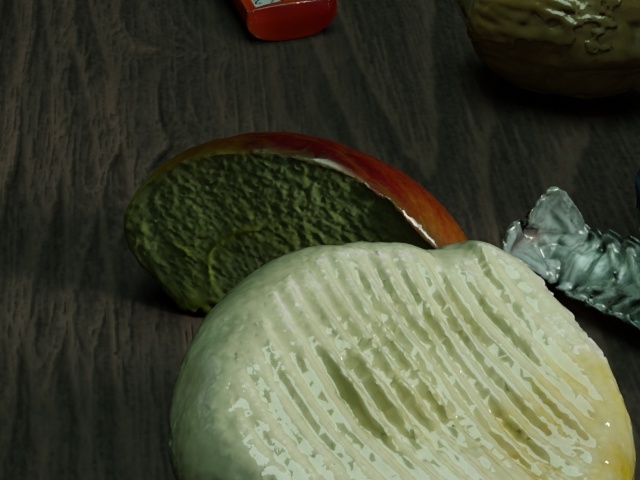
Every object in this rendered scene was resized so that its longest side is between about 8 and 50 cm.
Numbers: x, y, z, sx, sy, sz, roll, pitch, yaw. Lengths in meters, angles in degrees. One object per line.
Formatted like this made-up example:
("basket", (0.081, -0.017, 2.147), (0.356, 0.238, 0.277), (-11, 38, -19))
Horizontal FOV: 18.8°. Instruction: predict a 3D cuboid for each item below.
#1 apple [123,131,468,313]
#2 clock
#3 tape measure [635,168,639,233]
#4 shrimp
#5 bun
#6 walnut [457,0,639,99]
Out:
("apple", (0.000, 0.000, 1.777), (0.346, 0.179, 0.254), (12, -3, 15))
("clock", (-0.056, -0.296, 2.304), (0.113, 0.061, 0.155), (-10, 39, -16))
("tape measure", (0.461, -0.050, 1.872), (0.259, 0.138, 0.262), (-30, 44, -35))
("shrimp", (0.349, 0.055, 1.710), (0.410, 0.166, 0.221), (19, 69, 47))
("bun", (0.051, 0.167, 1.468), (0.365, 0.219, 0.365), (9, 43, -8))
("walnut", (0.271, -0.253, 2.132), (0.245, 0.198, 0.198), (9, 35, 11))
